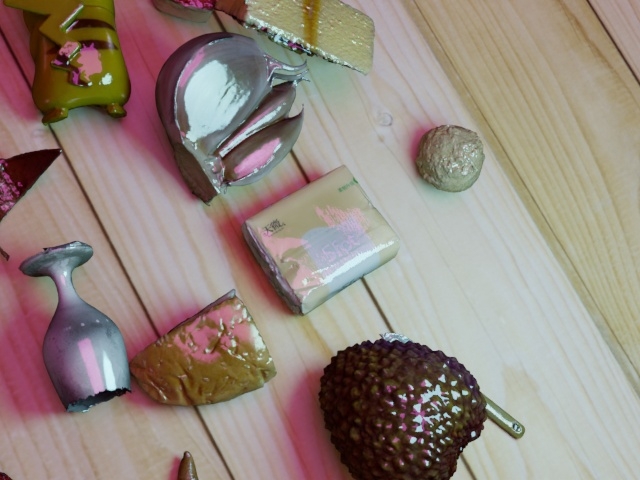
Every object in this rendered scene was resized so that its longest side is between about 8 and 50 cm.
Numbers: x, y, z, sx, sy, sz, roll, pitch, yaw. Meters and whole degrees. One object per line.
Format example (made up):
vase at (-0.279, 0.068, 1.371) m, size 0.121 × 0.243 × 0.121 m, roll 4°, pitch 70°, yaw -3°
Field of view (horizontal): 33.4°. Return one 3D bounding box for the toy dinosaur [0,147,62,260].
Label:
toy dinosaur at (-0.553, -0.045, 1.641) m, size 0.327 × 0.113 × 0.207 m, roll -10°, pitch 74°, yaw -21°

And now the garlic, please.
garlic at (-0.152, -0.217, 1.768) m, size 0.237 × 0.210 × 0.292 m, roll 31°, pitch 74°, yaw 3°

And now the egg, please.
egg at (0.232, -0.148, 1.899) m, size 0.118 × 0.116 × 0.140 m, roll -8°, pitch 43°, yaw -6°

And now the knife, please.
knife at (0.223, 0.244, 1.810) m, size 0.298 × 0.017 × 0.047 m, roll 39°, pitch 72°, yaw 0°

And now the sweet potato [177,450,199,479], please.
sweet potato at (-0.203, 0.409, 1.617) m, size 0.044 × 0.044 × 0.179 m, roll 7°, pitch 69°, yaw -14°

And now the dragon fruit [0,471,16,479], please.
dragon fruit at (-0.520, 0.356, 1.441) m, size 0.261 × 0.189 × 0.163 m, roll 40°, pitch 76°, yaw -25°

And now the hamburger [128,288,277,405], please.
hamburger at (-0.185, 0.185, 1.651) m, size 0.207 × 0.135 × 0.155 m, roll -23°, pitch 76°, yaw -21°

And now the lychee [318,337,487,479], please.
lychee at (0.115, 0.265, 1.662) m, size 0.271 × 0.271 × 0.271 m, roll 5°, pitch 70°, yaw -14°

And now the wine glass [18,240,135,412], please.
wine glass at (-0.370, 0.133, 1.623) m, size 0.126 × 0.126 × 0.241 m, roll -13°, pitch 73°, yaw -20°

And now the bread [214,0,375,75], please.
bread at (-0.039, -0.375, 1.840) m, size 0.266 × 0.178 × 0.142 m, roll 23°, pitch 84°, yaw -30°

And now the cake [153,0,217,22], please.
cake at (-0.242, -0.497, 1.902) m, size 0.116 × 0.086 × 0.220 m, roll 6°, pitch 71°, yaw -16°

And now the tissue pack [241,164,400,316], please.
tissue pack at (0.000, 0.000, 1.793) m, size 0.222 × 0.090 × 0.186 m, roll -29°, pitch 79°, yaw -23°

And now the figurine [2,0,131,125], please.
figurine at (-0.419, -0.353, 1.756) m, size 0.218 × 0.169 × 0.327 m, roll -8°, pitch 74°, yaw -23°
